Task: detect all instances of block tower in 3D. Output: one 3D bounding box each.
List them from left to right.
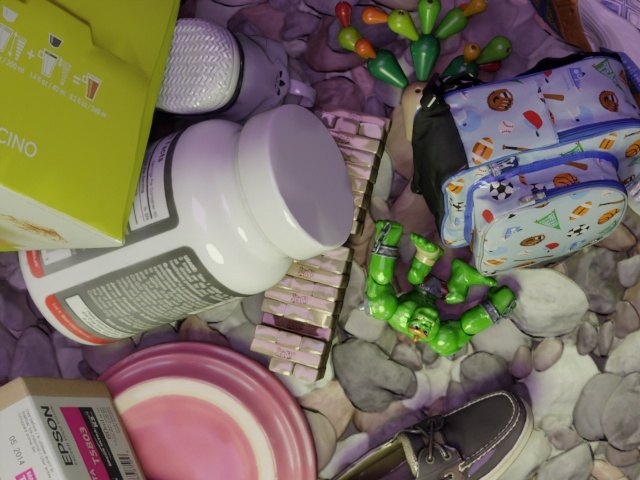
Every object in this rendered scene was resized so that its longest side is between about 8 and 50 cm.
[{"bbox_3d":[0.000,0.000,1.787,0.091,0.097,0.335,15,90,7],"label":"block tower"}]

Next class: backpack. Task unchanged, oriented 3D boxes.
[{"bbox_3d":[0.250,-0.095,1.673,0.263,0.276,0.213,-24,74,-5],"label":"backpack"}]

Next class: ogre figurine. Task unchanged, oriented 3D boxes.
[{"bbox_3d":[0.133,0.068,1.768,0.197,0.097,0.118,28,93,-33],"label":"ogre figurine"}]

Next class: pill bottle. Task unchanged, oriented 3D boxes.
[{"bbox_3d":[-0.157,-0.019,1.695,0.363,0.210,0.210,-19,86,29],"label":"pill bottle"}]

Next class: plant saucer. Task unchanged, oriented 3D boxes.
[{"bbox_3d":[-0.172,0.292,1.809,0.332,0.084,0.332,0,90,8],"label":"plant saucer"}]

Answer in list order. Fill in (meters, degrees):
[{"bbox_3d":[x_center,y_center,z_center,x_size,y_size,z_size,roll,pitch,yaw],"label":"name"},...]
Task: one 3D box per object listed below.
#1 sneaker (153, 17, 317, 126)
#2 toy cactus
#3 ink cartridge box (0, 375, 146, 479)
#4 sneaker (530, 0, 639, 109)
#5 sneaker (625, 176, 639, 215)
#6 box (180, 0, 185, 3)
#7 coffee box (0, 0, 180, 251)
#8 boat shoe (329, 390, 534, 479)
[{"bbox_3d":[-0.181,-0.202,1.798,0.366,0.210,0.137,10,90,42],"label":"sneaker"},{"bbox_3d":[0.123,-0.214,1.784,0.219,0.112,0.180,4,108,5],"label":"toy cactus"},{"bbox_3d":[-0.285,0.278,1.675,0.088,0.193,0.235,-30,74,14],"label":"ink cartridge box"},{"bbox_3d":[0.351,-0.290,1.754,0.131,0.112,0.296,-35,86,-12],"label":"sneaker"},{"bbox_3d":[0.519,-0.036,1.713,0.321,0.127,0.126,14,85,32],"label":"sneaker"},{"bbox_3d":[-0.191,-0.530,1.778,0.312,0.179,0.343,42,94,5],"label":"box"},{"bbox_3d":[-0.403,-0.198,1.594,0.334,0.337,0.338,-1,70,39],"label":"coffee box"},{"bbox_3d":[0.124,0.268,1.751,0.285,0.092,0.103,-33,43,9],"label":"boat shoe"}]
